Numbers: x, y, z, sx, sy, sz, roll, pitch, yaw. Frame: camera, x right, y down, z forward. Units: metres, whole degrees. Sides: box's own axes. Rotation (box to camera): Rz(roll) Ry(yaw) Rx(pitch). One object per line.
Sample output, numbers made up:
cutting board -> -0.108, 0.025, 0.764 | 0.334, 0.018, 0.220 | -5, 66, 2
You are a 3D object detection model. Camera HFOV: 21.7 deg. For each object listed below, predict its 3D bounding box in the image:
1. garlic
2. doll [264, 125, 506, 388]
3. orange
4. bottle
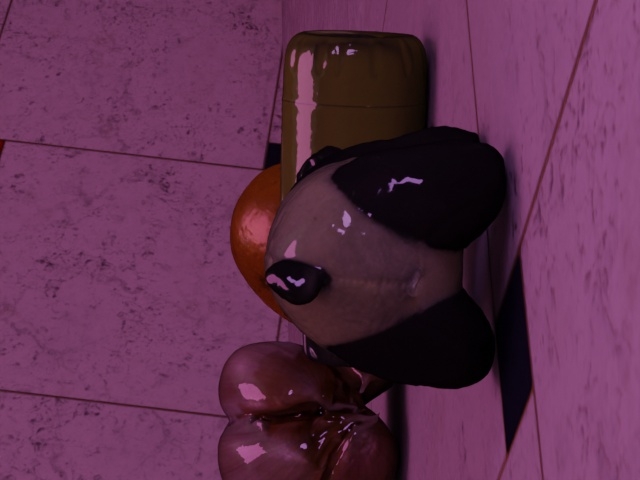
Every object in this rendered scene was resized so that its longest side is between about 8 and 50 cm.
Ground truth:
garlic -> -0.013, 0.188, 1.445 | 0.191, 0.160, 0.214 | 80, -166, -84
doll -> 0.036, 0.002, 0.998 | 0.234, 0.135, 0.143 | -88, 2, -81
orange -> 0.000, 0.000, 1.460 | 0.136, 0.159, 0.159 | -42, -21, -26
bottle -> 0.024, -0.031, 1.299 | 0.112, 0.112, 0.260 | -108, 19, -78
